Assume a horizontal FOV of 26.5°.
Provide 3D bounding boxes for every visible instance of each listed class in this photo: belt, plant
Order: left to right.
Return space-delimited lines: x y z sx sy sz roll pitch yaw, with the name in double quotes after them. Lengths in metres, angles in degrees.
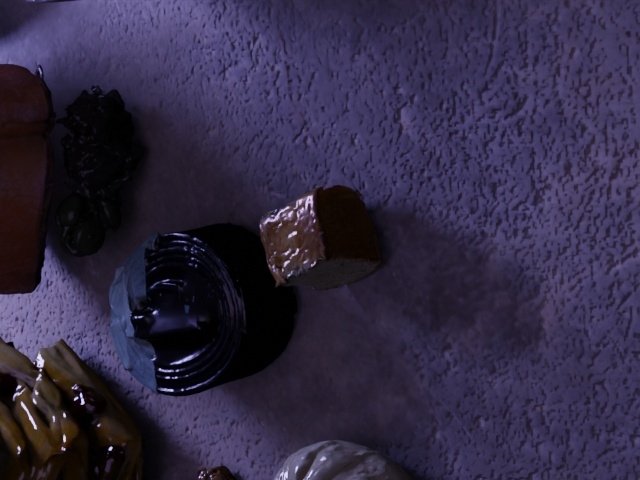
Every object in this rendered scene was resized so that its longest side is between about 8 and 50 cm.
-0.219 -0.061 1.317 0.085 0.087 0.174 -119 39 -71 "plant"
-0.116 0.062 1.242 0.198 0.078 0.151 -24 84 44 "belt"

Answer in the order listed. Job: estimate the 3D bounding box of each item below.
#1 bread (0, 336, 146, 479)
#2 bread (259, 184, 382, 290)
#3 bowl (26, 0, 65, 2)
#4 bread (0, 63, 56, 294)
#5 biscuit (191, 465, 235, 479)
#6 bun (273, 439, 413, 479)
-0.366 0.247 1.430 0.370 0.191 0.314 31 118 36 "bread"
0.001 -0.001 1.129 0.083 0.076 0.070 -25 70 42 "bread"
-0.201 -0.352 1.194 0.287 0.143 0.287 9 104 41 "bowl"
-0.338 -0.078 1.342 0.190 0.123 0.244 63 149 33 "bread"
-0.150 0.293 1.304 0.199 0.034 0.064 -42 69 16 "biscuit"
0.023 0.261 1.132 0.164 0.111 0.188 3 103 44 "bun"
